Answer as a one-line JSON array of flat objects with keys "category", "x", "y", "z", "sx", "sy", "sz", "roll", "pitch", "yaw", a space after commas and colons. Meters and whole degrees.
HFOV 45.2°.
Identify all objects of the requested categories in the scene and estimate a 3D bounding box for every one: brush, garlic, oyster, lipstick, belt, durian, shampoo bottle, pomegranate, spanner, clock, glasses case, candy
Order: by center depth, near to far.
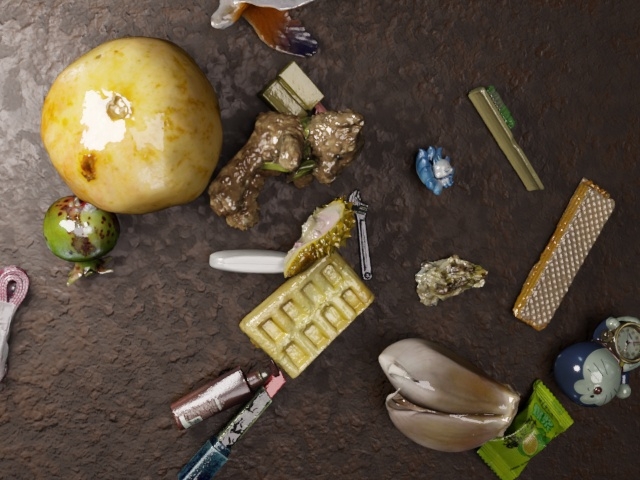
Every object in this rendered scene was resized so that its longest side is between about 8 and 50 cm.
[{"category": "pomegranate", "x": -0.326, "y": -0.198, "z": 1.412, "sx": 0.343, "sy": 0.342, "sz": 0.342, "roll": -2, "pitch": 97, "yaw": -17}, {"category": "pomegranate", "x": -0.454, "y": -0.005, "z": 1.477, "sx": 0.148, "sy": 0.148, "sz": 0.169, "roll": -19, "pitch": 108, "yaw": -14}, {"category": "belt", "x": -0.620, "y": 0.162, "z": 1.489, "sx": 0.071, "sy": 0.053, "sz": 0.232, "roll": 13, "pitch": 93, "yaw": -26}, {"category": "durian", "x": 0.003, "y": 0.007, "z": 1.596, "sx": 0.224, "sy": 0.140, "sz": 0.078, "roll": -52, "pitch": 121, "yaw": -21}, {"category": "glasses case", "x": -0.135, "y": 0.044, "z": 1.608, "sx": 0.193, "sy": 0.074, "sz": 0.049, "roll": 3, "pitch": 96, "yaw": -18}, {"category": "shampoo bottle", "x": -0.198, "y": 0.318, "z": 1.617, "sx": 0.236, "sy": 0.068, "sz": 0.067, "roll": -25, "pitch": 63, "yaw": -7}, {"category": "brush", "x": -0.016, "y": -0.258, "z": 1.622, "sx": 0.103, "sy": 0.047, "sz": 0.233, "roll": -46, "pitch": 109, "yaw": -5}, {"category": "lipstick", "x": -0.181, "y": 0.405, "z": 1.653, "sx": 0.051, "sy": 0.051, "sz": 0.312, "roll": 44, "pitch": 82, "yaw": -15}, {"category": "garlic", "x": 0.234, "y": 0.350, "z": 1.677, "sx": 0.340, "sy": 0.246, "sz": 0.231, "roll": 18, "pitch": 103, "yaw": -33}, {"category": "spanner", "x": 0.091, "y": -0.012, "z": 1.703, "sx": 0.046, "sy": 0.012, "sz": 0.208, "roll": -9, "pitch": 100, "yaw": -15}, {"category": "oyster", "x": 0.295, "y": 0.082, "z": 1.757, "sx": 0.166, "sy": 0.053, "sz": 0.108, "roll": -21, "pitch": 92, "yaw": -6}, {"category": "brush", "x": 0.432, "y": -0.233, "z": 1.758, "sx": 0.048, "sy": 0.054, "sz": 0.282, "roll": -41, "pitch": 106, "yaw": -22}, {"category": "clock", "x": 0.680, "y": 0.299, "z": 1.851, "sx": 0.243, "sy": 0.146, "sz": 0.199, "roll": -30, "pitch": 99, "yaw": -16}, {"category": "candy", "x": 0.498, "y": 0.469, "z": 1.856, "sx": 0.246, "sy": 0.069, "sz": 0.149, "roll": -42, "pitch": 104, "yaw": -9}]

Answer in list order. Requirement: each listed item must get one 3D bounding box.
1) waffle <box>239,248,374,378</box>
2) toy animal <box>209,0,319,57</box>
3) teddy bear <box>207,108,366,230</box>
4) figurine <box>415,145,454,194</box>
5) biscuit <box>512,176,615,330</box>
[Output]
[{"category": "waffle", "x": -0.024, "y": 0.153, "z": 1.664, "sx": 0.274, "sy": 0.057, "sz": 0.168, "roll": -43, "pitch": 106, "yaw": -8}, {"category": "toy animal", "x": -0.109, "y": -0.548, "z": 1.521, "sx": 0.302, "sy": 0.225, "sz": 0.284, "roll": 3, "pitch": 77, "yaw": -6}, {"category": "teddy bear", "x": -0.056, "y": -0.138, "z": 1.533, "sx": 0.223, "sy": 0.246, "sz": 0.296, "roll": 24, "pitch": 84, "yaw": 12}, {"category": "figurine", "x": 0.250, "y": -0.162, "z": 1.696, "sx": 0.114, "sy": 0.079, "sz": 0.114, "roll": 6, "pitch": 81, "yaw": -39}, {"category": "biscuit", "x": 0.582, "y": 0.034, "z": 1.834, "sx": 0.094, "sy": 0.054, "sz": 0.378, "roll": 31, "pitch": 87, "yaw": -18}]
